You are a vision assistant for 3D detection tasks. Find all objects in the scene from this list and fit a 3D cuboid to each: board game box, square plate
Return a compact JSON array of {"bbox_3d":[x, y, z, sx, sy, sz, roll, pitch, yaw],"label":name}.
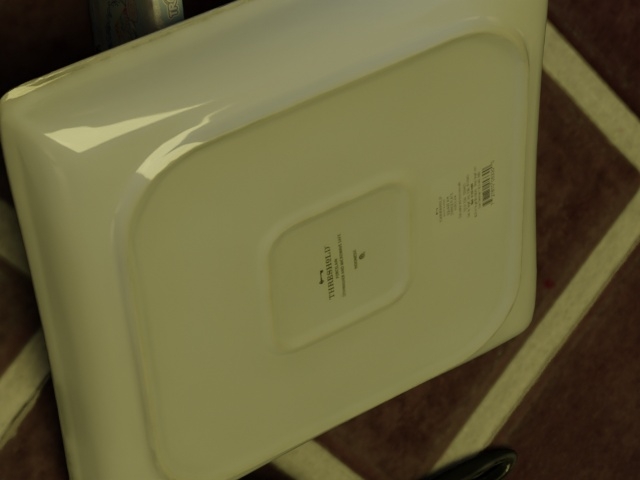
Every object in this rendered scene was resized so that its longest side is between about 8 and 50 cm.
[{"bbox_3d":[-0.101,-0.121,1.034,0.020,0.090,0.090,-17,115,-26],"label":"board game box"},{"bbox_3d":[0.000,0.000,1.095,0.344,0.049,0.347,-24,137,-21],"label":"square plate"}]

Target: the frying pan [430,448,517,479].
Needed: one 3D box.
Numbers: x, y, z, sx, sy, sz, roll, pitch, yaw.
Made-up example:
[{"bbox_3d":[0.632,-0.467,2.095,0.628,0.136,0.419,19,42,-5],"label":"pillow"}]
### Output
[{"bbox_3d":[-0.007,0.242,1.233,0.326,0.053,0.197,0,117,-37],"label":"frying pan"}]
